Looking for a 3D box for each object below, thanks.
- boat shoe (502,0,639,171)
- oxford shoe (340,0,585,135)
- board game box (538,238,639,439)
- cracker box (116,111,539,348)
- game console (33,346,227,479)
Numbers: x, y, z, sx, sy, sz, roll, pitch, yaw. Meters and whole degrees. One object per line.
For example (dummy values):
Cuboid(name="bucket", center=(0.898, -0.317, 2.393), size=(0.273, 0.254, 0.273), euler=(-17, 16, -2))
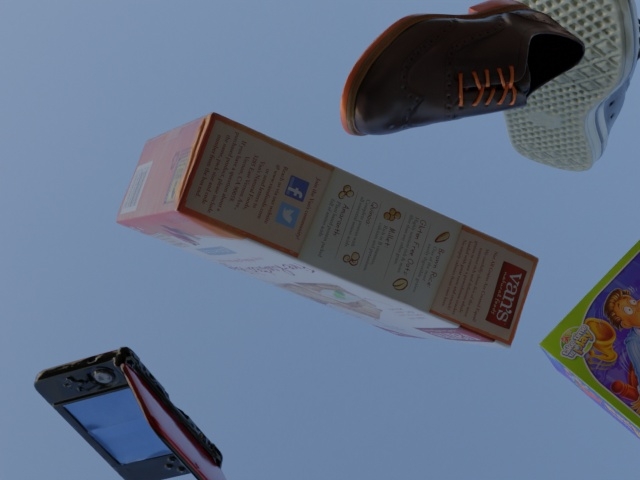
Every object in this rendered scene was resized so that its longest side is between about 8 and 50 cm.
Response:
Cuboid(name="boat shoe", center=(0.306, -0.239, 1.382), size=(0.187, 0.500, 0.156), euler=(19, -102, 17))
Cuboid(name="oxford shoe", center=(0.131, -0.154, 1.009), size=(0.271, 0.096, 0.098), euler=(-29, -139, -34))
Cuboid(name="board game box", center=(0.443, 0.070, 1.207), size=(0.347, 0.078, 0.233), euler=(-46, -130, -2))
Cuboid(name="cracker box", center=(0.000, 0.000, 0.725), size=(0.232, 0.156, 0.067), euler=(22, -100, -20))
Cuboid(name="game console", center=(-0.129, 0.154, 0.810), size=(0.124, 0.144, 0.085), euler=(-17, -140, 20))
